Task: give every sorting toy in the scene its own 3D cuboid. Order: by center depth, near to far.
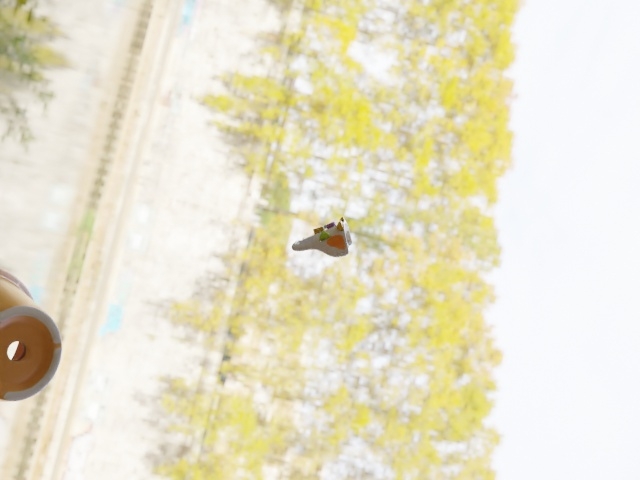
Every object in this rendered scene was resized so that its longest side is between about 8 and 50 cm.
[{"bbox_3d":[0.000,0.000,1.466,0.083,0.075,0.045,-63,140,-80],"label":"sorting toy"}]

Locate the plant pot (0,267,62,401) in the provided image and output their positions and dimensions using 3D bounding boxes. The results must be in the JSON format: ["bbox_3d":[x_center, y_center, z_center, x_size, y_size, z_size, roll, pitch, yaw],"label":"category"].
[{"bbox_3d":[-0.452,0.138,1.499,0.188,0.205,0.205,10,-96,47],"label":"plant pot"}]
